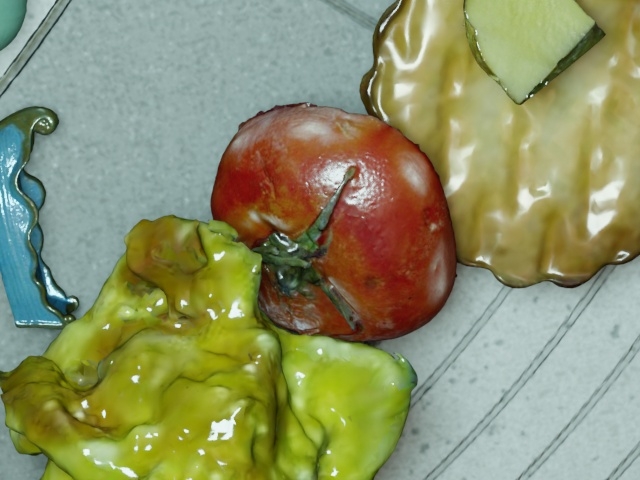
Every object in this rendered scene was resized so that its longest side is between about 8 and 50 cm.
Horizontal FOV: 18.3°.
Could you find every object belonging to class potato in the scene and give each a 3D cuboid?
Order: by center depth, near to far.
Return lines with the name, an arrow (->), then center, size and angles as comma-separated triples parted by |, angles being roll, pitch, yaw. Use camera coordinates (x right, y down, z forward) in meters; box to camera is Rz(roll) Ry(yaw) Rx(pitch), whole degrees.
potato -> 0.155, -0.172, 1.572 | 0.096, 0.066, 0.103 | -38, 99, -10

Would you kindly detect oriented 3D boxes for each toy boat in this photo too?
toy boat -> -0.236, -0.018, 1.653 | 0.077, 0.075, 0.185 | -13, 103, -1

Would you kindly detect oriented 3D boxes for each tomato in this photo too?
tomato -> 0.000, 0.004, 1.627 | 0.228, 0.101, 0.228 | 19, 137, 19

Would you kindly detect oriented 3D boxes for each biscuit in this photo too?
biscuit -> 0.191, -0.122, 1.670 | 0.325, 0.107, 0.326 | -2, 102, -8

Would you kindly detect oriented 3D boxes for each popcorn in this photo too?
popcorn -> -0.085, 0.167, 1.600 | 0.325, 0.290, 0.321 | -18, 68, -13

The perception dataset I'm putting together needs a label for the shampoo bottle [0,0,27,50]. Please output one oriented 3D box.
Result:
shampoo bottle -> -0.285, -0.305, 1.528 | 0.222, 0.151, 0.349 | 6, 105, -12
